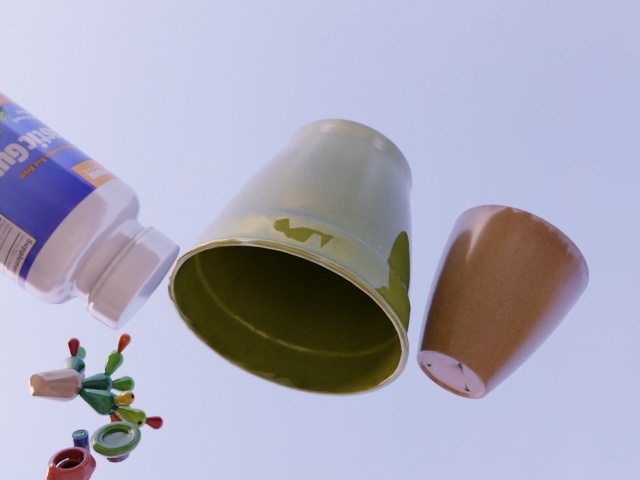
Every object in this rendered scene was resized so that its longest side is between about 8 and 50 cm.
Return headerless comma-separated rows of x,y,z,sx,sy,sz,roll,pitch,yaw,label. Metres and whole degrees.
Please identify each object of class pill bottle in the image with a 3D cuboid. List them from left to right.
-0.289,-0.030,0.725,0.272,0.152,0.152,36,-80,-2,pill bottle

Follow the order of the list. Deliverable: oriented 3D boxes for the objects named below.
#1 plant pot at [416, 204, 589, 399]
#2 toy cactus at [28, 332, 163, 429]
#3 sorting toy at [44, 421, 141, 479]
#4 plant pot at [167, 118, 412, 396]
0.264,0.114,1.094,0.237,0.237,0.254,32,-119,9,plant pot
-0.349,0.216,1.055,0.219,0.180,0.112,44,-73,34,toy cactus
-0.234,0.226,0.711,0.061,0.102,0.042,23,-60,40,sorting toy
0.000,0.000,1.110,0.366,0.353,0.366,13,-39,11,plant pot
